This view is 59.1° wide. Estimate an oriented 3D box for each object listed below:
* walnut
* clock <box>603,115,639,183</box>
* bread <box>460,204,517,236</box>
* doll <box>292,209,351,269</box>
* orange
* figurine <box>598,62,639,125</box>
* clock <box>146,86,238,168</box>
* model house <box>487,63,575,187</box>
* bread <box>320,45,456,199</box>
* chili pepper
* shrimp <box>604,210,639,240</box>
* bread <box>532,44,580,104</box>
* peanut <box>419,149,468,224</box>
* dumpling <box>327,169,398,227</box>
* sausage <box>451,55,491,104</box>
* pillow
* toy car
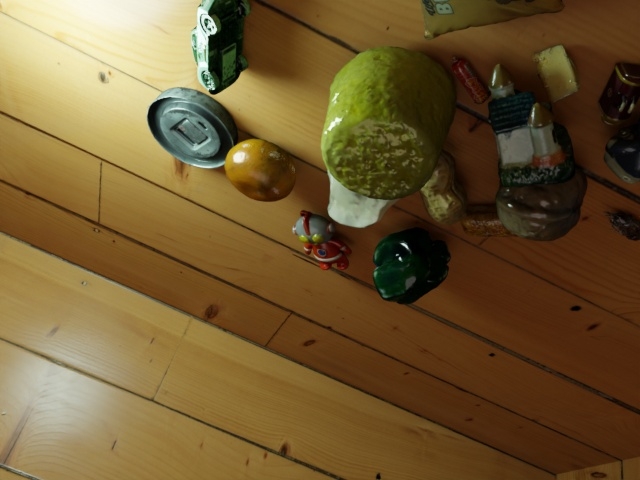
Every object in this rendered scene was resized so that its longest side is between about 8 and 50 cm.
[{"bbox_3d":[0.608,-0.120,1.576,0.248,0.248,0.248,13,144,10],"label":"walnut"},{"bbox_3d":[0.820,-0.255,1.359,0.200,0.146,0.243,-8,151,-17],"label":"clock"},{"bbox_3d":[0.558,-0.060,1.802,0.211,0.083,0.114,0,144,28],"label":"bread"},{"bbox_3d":[0.000,0.000,2.128,0.200,0.105,0.336,0,141,26],"label":"doll"},{"bbox_3d":[-0.193,-0.233,1.852,0.240,0.171,0.240,17,158,7],"label":"orange"},{"bbox_3d":[0.723,-0.332,1.345,0.082,0.098,0.154,9,141,8],"label":"figurine"},{"bbox_3d":[-0.424,-0.370,1.877,0.313,0.061,0.312,13,144,10],"label":"clock"},{"bbox_3d":[0.499,-0.303,1.392,0.184,0.253,0.291,-12,122,28],"label":"model house"},{"bbox_3d":[0.166,-0.295,1.478,0.348,0.308,0.348,13,143,10],"label":"bread"},{"bbox_3d":[0.319,0.087,1.993,0.233,0.248,0.257,14,151,-33],"label":"chili pepper"},{"bbox_3d":[0.897,-0.049,1.672,0.165,0.056,0.065,29,150,-8],"label":"shrimp"},{"bbox_3d":[0.562,-0.401,1.343,0.084,0.080,0.109,-20,131,39],"label":"bread"},{"bbox_3d":[0.366,-0.163,1.710,0.147,0.147,0.305,-4,135,30],"label":"peanut"},{"bbox_3d":[0.128,-0.162,1.745,0.318,0.243,0.187,2,173,41],"label":"dumpling"},{"bbox_3d":[0.380,-0.416,1.444,0.050,0.048,0.145,-23,125,37],"label":"sausage"},{"bbox_3d":[0.332,-0.580,1.180,0.312,0.119,0.310,0,144,28],"label":"pillow"},{"bbox_3d":[-0.280,-0.544,1.522,0.125,0.136,0.306,35,147,16],"label":"toy car"}]
